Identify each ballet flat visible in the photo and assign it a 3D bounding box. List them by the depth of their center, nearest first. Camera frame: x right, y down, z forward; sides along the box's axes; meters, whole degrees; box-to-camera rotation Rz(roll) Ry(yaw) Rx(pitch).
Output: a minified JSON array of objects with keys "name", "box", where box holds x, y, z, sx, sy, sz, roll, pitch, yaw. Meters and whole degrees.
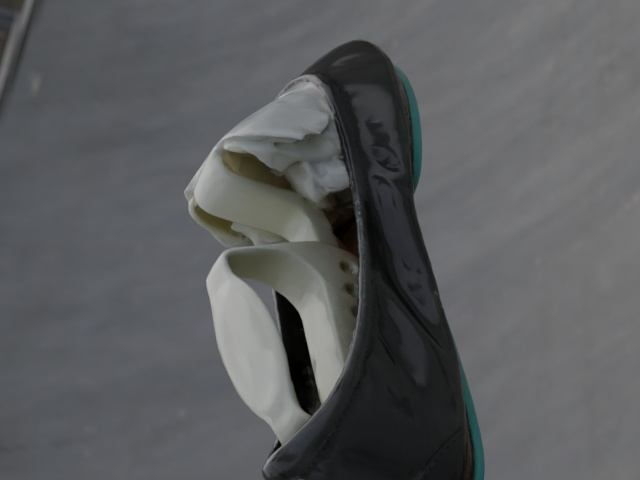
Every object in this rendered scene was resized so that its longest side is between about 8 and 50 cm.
[{"name":"ballet flat","box":[0.000,0.000,0.765,0.095,0.096,0.280,-57,29,34]}]
